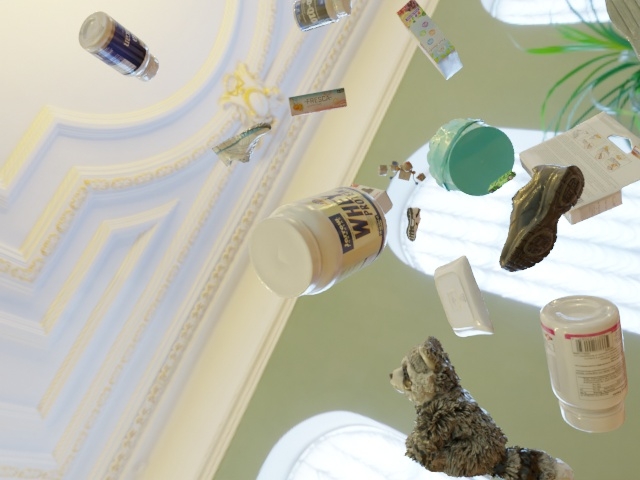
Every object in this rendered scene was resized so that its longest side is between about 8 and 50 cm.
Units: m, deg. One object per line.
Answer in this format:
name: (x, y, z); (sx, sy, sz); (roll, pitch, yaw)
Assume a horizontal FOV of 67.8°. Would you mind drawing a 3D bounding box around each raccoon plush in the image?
raccoon plush: (0.395, 0.416, 1.205); (0.216, 0.446, 0.299); (99, 180, -85)

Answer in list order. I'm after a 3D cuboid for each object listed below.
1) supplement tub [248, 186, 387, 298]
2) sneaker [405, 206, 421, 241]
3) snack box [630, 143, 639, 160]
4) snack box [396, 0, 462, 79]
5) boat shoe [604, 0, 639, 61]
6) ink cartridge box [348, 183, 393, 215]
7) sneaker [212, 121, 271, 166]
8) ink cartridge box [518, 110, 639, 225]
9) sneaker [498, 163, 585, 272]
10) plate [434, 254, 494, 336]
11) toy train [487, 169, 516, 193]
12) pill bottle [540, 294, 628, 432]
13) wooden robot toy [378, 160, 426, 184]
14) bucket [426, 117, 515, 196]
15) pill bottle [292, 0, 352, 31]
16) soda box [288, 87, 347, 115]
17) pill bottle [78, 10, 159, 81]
supplement tub: (0.000, 0.000, 1.226); (0.325, 0.235, 0.235); (-24, -59, -49)
sneaker: (0.282, -0.048, 1.419); (0.044, 0.040, 0.109); (-10, -69, -30)
snack box: (0.681, -0.171, 0.903); (0.178, 0.064, 0.022); (-14, -40, -16)
snack box: (0.334, -0.605, 1.443); (0.070, 0.207, 0.174); (-37, -12, 20)
boat shoe: (0.589, -0.410, 0.864); (0.076, 0.083, 0.226); (-46, -67, -22)
ink cartridge box: (0.140, -0.120, 1.626); (0.127, 0.175, 0.072); (-45, -56, -18)
sneaker: (-0.206, -0.263, 1.326); (0.083, 0.191, 0.071); (60, -152, -16)
ink cartridge box: (0.739, -0.204, 1.314); (0.066, 0.261, 0.296); (54, -164, -39)
sneaker: (0.509, -0.055, 1.149); (0.109, 0.130, 0.286); (27, -84, -30)
plate: (0.496, 0.211, 1.711); (0.045, 0.278, 0.277); (-15, -101, -12)
toy train: (0.373, -0.119, 0.981); (0.023, 0.017, 0.083); (-56, 1, -21)
pill bottle: (0.611, 0.283, 1.099); (0.160, 0.160, 0.283); (-31, -69, -44)
wooden robot toy: (0.292, -0.256, 1.662); (0.079, 0.173, 0.076); (97, -172, -56)
bucket: (0.528, -0.290, 1.682); (0.281, 0.183, 0.281); (-2, -73, -8)
pill bottle: (0.005, -0.585, 1.205); (0.078, 0.137, 0.078); (14, -106, -59)
soda box: (-0.009, -0.443, 1.528); (0.058, 0.183, 0.063); (-96, -3, -77)
pill bottle: (-0.461, -0.442, 1.109); (0.169, 0.094, 0.094); (26, -99, -63)
